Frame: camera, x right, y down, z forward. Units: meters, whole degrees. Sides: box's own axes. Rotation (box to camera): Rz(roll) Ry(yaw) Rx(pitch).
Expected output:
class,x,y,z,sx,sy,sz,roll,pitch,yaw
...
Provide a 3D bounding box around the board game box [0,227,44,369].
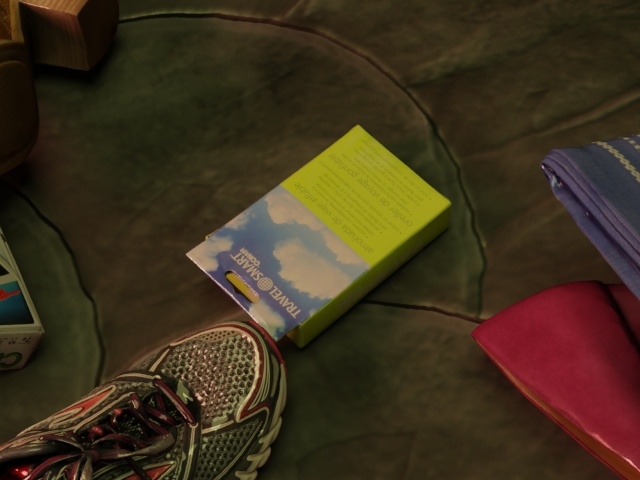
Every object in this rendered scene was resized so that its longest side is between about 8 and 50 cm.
class,x,y,z,sx,sy,sz,roll,pitch,yaw
board game box,-0.366,0.009,1.018,0.305,0.053,0.193,1,48,-41

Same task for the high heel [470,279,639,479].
class,x,y,z,sx,sy,sz,roll,pitch,yaw
high heel,0.211,0.190,0.934,0.181,0.127,0.377,-13,50,11

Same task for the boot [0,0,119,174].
class,x,y,z,sx,sy,sz,roll,pitch,yaw
boot,-0.318,-0.149,1.153,0.220,0.109,0.283,11,43,18

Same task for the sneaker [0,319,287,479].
class,x,y,z,sx,sy,sz,roll,pitch,yaw
sneaker,-0.145,0.156,0.976,0.299,0.112,0.121,-38,63,-19

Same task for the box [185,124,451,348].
class,x,y,z,sx,sy,sz,roll,pitch,yaw
box,0.000,0.000,1.100,0.178,0.042,0.109,-38,63,-21

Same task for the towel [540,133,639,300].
class,x,y,z,sx,sy,sz,roll,pitch,yaw
towel,0.336,0.001,0.946,0.336,0.040,0.243,-8,43,-24
